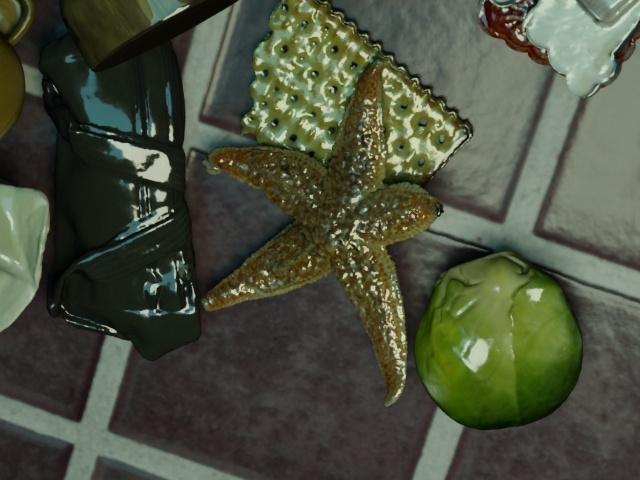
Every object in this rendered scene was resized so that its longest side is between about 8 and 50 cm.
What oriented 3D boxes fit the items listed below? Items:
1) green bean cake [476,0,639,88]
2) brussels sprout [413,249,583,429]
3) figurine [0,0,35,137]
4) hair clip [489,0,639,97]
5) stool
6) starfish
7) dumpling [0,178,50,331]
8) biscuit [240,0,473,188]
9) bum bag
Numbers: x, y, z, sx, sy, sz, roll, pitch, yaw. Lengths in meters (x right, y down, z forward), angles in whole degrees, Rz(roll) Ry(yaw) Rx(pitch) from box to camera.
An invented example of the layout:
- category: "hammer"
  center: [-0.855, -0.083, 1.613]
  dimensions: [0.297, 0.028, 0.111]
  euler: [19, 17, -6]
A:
- category: "green bean cake"
  center: [0.211, -0.208, 1.495]
  dimensions: [0.135, 0.056, 0.135]
  euler: [29, 106, 3]
- category: "brussels sprout"
  center: [0.150, 0.088, 1.546]
  dimensions: [0.155, 0.117, 0.155]
  euler: [0, 86, -3]
- category: "figurine"
  center: [-0.378, -0.182, 1.541]
  dimensions: [0.285, 0.167, 0.342]
  euler: [38, 109, 1]
- category: "hair clip"
  center: [0.188, -0.234, 1.439]
  dimensions: [0.140, 0.054, 0.220]
  euler: [-43, 94, 12]
- category: "stool"
  center: [-0.172, -0.293, 1.466]
  dimensions: [0.179, 0.179, 0.264]
  euler: [-28, 93, 14]
- category: "starfish"
  center: [0.001, -0.001, 1.562]
  dimensions: [0.231, 0.048, 0.295]
  euler: [-6, 94, 18]
- category: "dumpling"
  center: [-0.313, 0.010, 1.593]
  dimensions: [0.229, 0.124, 0.151]
  euler: [13, 105, 46]
- category: "biscuit"
  center: [0.017, -0.110, 1.570]
  dimensions: [0.203, 0.016, 0.144]
  euler: [39, 106, -2]
- category: "bum bag"
  center: [-0.183, -0.048, 1.586]
  dimensions: [0.142, 0.079, 0.326]
  euler: [-3, 101, 7]
